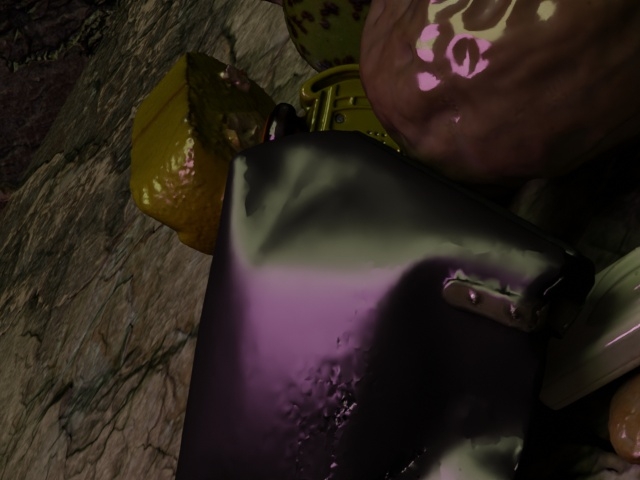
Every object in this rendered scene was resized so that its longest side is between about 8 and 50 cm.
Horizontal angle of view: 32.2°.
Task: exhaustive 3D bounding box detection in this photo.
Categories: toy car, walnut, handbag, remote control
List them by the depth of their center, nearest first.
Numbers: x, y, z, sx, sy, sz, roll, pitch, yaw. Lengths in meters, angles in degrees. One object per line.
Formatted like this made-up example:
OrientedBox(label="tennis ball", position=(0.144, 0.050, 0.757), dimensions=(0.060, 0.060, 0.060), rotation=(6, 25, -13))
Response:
OrientedBox(label="remote control", position=(0.225, 0.025, 0.717), dimensions=(0.230, 0.049, 0.090), rotation=(-41, 18, 35))
OrientedBox(label="handbag", position=(0.045, 0.101, 0.788), dimensions=(0.288, 0.152, 0.342), rotation=(17, 100, 42))
OrientedBox(label="walnut", position=(0.160, -0.160, 0.828), dimensions=(0.273, 0.273, 0.227), rotation=(-28, 82, 47))
OrientedBox(label="toy car", position=(0.036, -0.025, 0.989), dimensions=(0.142, 0.200, 0.248), rotation=(104, -179, -78))

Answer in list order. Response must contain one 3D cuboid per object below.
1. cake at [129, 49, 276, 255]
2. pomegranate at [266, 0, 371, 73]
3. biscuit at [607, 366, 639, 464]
OrientedBox(label="cake", position=(-0.124, -0.099, 1.337), dimensions=(0.156, 0.179, 0.261), rotation=(-45, 32, 29))
OrientedBox(label="pomegranate", position=(0.057, -0.256, 1.076), dimensions=(0.254, 0.270, 0.254), rotation=(3, -90, -89))
OrientedBox(label="biscuit", position=(0.234, 0.091, 0.681), dimensions=(0.147, 0.018, 0.071), rotation=(-38, 31, 40))
